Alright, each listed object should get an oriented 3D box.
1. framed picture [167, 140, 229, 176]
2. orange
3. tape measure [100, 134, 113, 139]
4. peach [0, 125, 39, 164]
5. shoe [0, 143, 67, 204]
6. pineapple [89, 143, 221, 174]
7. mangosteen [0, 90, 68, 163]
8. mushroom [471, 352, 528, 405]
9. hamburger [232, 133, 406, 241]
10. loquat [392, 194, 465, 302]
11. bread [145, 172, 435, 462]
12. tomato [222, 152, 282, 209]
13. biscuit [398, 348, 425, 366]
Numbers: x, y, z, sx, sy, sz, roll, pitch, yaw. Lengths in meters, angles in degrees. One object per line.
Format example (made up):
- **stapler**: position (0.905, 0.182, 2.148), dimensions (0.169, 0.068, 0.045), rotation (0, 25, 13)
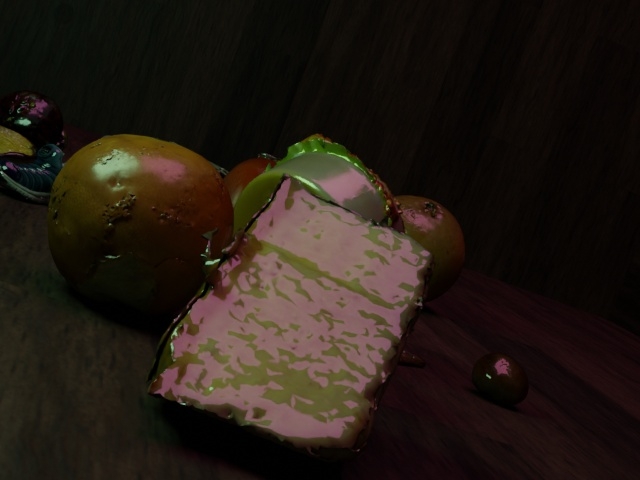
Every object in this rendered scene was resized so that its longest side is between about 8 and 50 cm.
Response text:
- **framed picture**: position (-0.193, -0.125, 2.232), dimensions (0.232, 0.019, 0.296), rotation (37, -5, -35)
- **orange**: position (-0.226, -0.020, 1.317), dimensions (0.240, 0.240, 0.240), rotation (21, 6, -2)
- **tape measure**: position (-0.383, -0.149, 2.363), dimensions (0.265, 0.130, 0.258), rotation (23, 2, 13)
- **peach**: position (-0.669, -0.185, 1.999), dimensions (0.279, 0.068, 0.189), rotation (25, 15, 20)
- **shoe**: position (-0.491, -0.120, 1.851), dimensions (0.091, 0.106, 0.207), rotation (24, 12, 38)
- **pineapple**: position (-0.359, -0.107, 2.094), dimensions (0.364, 0.166, 0.165), rotation (14, 1, 34)
- **mangosteen**: position (-0.620, -0.229, 2.209), dimensions (0.172, 0.173, 0.184), rotation (22, -20, 7)
- **mushroom**: position (0.277, 0.213, 1.668), dimensions (0.088, 0.073, 0.129), rotation (-12, 13, -14)
- **hamburger**: position (0.000, 0.000, 1.597), dimensions (0.276, 0.294, 0.179), rotation (37, 28, 27)
- **loquat**: position (0.199, 0.022, 2.387), dimensions (0.263, 0.263, 0.263), rotation (21, 6, -2)
- **bread**: position (-0.018, 0.067, 1.065), dimensions (0.248, 0.279, 0.315), rotation (28, -7, -2)
- **tomato**: position (-0.073, -0.027, 1.837), dimensions (0.255, 0.225, 0.256), rotation (26, -7, 3)
- **biscuit**: position (0.066, 0.157, 1.706), dimensions (0.203, 0.016, 0.144), rotation (27, 9, 42)
